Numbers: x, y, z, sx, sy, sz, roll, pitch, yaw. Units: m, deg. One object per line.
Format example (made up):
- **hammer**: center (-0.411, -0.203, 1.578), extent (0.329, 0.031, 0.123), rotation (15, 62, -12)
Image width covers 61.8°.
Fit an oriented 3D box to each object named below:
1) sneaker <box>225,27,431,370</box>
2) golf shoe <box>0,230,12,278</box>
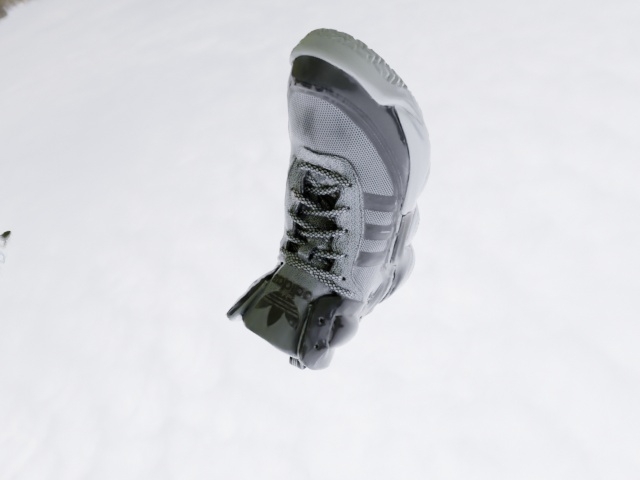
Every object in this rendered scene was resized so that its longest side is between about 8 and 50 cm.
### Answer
- **sneaker**: center (0.000, 0.000, 0.384), extent (0.101, 0.268, 0.153), rotation (26, -118, 27)
- **golf shoe**: center (-0.225, -0.022, 0.283), extent (0.069, 0.176, 0.086), rotation (11, -126, 4)
